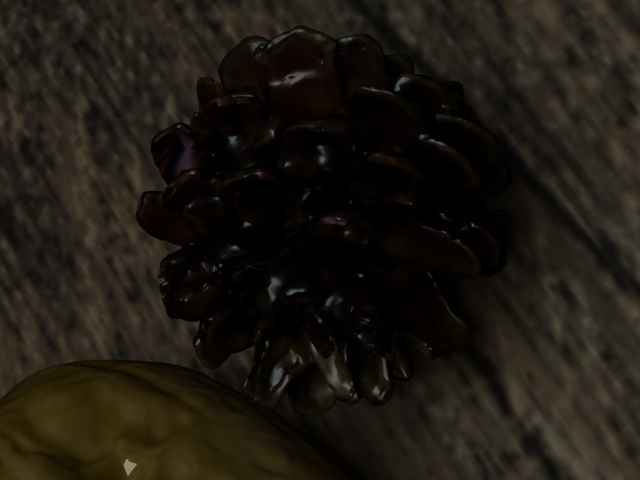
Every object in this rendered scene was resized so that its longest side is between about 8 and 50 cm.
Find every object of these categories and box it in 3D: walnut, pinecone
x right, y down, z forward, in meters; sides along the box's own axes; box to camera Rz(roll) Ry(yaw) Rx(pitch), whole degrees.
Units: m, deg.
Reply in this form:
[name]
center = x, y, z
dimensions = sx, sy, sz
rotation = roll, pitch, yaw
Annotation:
[walnut]
center = -0.058, 0.129, 0.608
dimensions = 0.206, 0.159, 0.159
rotation = 36, 101, 33
[pinecone]
center = 0.000, -0.001, 0.598
dimensions = 0.140, 0.140, 0.121
rotation = -14, 46, 27
